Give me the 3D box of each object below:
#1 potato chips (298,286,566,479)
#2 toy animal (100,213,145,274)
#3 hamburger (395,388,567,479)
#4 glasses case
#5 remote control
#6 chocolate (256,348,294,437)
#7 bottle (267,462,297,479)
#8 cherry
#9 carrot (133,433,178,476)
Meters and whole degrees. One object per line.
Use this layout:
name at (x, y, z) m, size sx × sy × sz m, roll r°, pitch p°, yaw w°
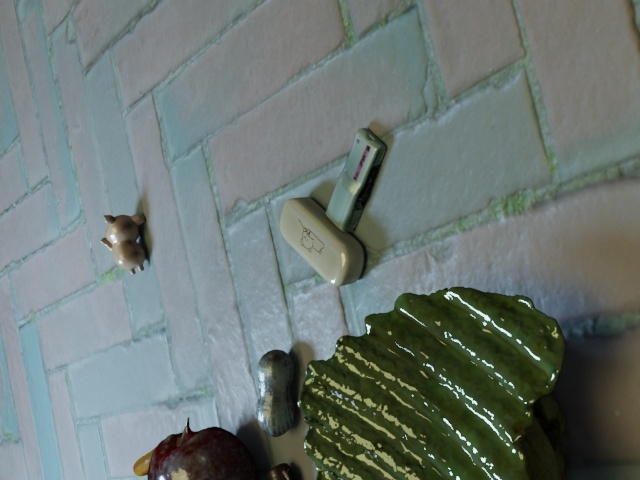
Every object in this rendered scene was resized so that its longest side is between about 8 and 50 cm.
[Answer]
potato chips at (0.136, 0.242, 1.186) m, size 0.389 × 0.097 × 0.373 m, roll 0°, pitch 83°, yaw 44°
toy animal at (-0.441, 0.004, 2.121) m, size 0.089 × 0.083 × 0.150 m, roll -12°, pitch 98°, yaw 40°
hamburger at (0.202, 0.301, 1.274) m, size 0.265 × 0.134 × 0.284 m, roll 8°, pitch 102°, yaw 53°
glasses case at (0.000, 0.000, 1.558) m, size 0.196 × 0.050 × 0.083 m, roll 43°, pitch 126°, yaw 41°
remote control at (0.054, -0.094, 1.488) m, size 0.065 × 0.029 × 0.166 m, roll 49°, pitch 132°, yaw 38°
chocolate at (-0.082, 0.281, 1.699) m, size 0.072 × 0.072 × 0.167 m, roll 14°, pitch 105°, yaw 51°
bottle at (-0.048, 0.491, 1.702) m, size 0.060 × 0.060 × 0.164 m, roll -50°, pitch 57°, yaw 44°
cherry at (-0.224, 0.488, 1.813) m, size 0.230 × 0.203 × 0.300 m, roll -20°, pitch 88°, yaw 45°
carrot at (-0.376, 0.496, 2.149) m, size 0.248 × 0.043 × 0.043 m, roll -43°, pitch 62°, yaw 46°
